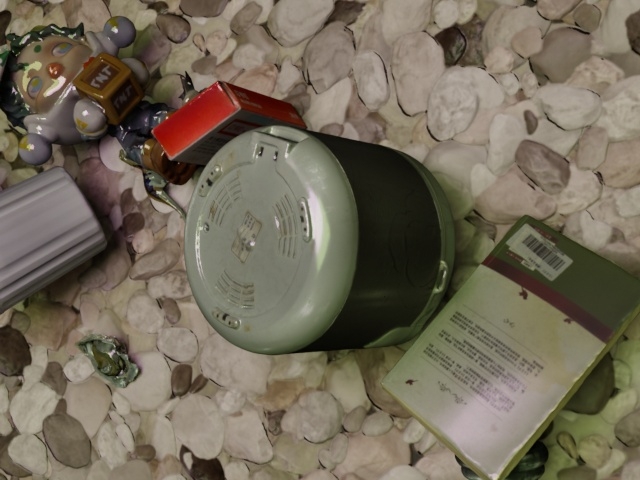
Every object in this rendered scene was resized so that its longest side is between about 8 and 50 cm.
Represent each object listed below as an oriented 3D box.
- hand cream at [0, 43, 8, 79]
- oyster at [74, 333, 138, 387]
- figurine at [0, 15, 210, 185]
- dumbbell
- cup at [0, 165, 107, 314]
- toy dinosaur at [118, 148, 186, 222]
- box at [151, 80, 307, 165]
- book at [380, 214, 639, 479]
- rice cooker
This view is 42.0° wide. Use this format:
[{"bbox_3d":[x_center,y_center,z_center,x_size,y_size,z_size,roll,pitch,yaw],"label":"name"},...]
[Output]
[{"bbox_3d":[-0.516,-0.159,1.200,0.095,0.059,0.275,-3,67,29],"label":"hand cream"},{"bbox_3d":[-0.328,0.183,1.297,0.098,0.037,0.100,-32,92,37],"label":"oyster"},{"bbox_3d":[-0.342,-0.210,1.253,0.382,0.186,0.261,27,63,28],"label":"figurine"},{"bbox_3d":[0.223,0.341,0.991,0.110,0.110,0.254,-6,88,24],"label":"dumbbell"},{"bbox_3d":[-0.457,-0.013,1.279,0.202,0.166,0.221,-31,30,-17],"label":"cup"},{"bbox_3d":[-0.250,-0.093,1.290,0.180,0.037,0.058,50,119,27],"label":"toy dinosaur"},{"bbox_3d":[-0.118,-0.151,1.128,0.123,0.229,0.050,-34,79,19],"label":"box"},{"bbox_3d":[0.225,0.119,0.986,0.289,0.026,0.201,-49,49,-3],"label":"book"},{"bbox_3d":[0.001,0.001,1.032,0.289,0.277,0.288,-1,88,41],"label":"rice cooker"}]
